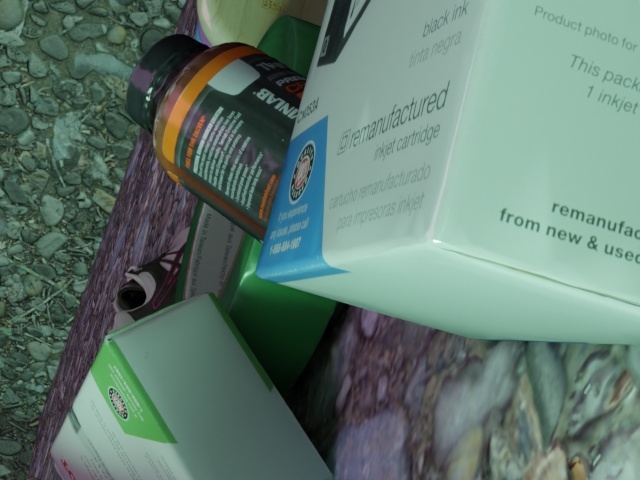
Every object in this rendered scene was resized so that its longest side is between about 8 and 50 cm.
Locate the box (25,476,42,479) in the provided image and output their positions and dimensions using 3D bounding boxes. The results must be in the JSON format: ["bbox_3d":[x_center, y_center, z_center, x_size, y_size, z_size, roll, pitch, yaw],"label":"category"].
[{"bbox_3d":[-0.184,0.277,0.763,0.311,0.148,0.121,0,110,53],"label":"box"}]

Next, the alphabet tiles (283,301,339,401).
[{"bbox_3d":[0.000,0.000,0.897,0.198,0.009,0.237,-93,24,-52],"label":"alphabet tiles"}]

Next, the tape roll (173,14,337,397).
[{"bbox_3d":[-0.045,-0.023,0.919,0.321,0.077,0.321,-163,90,-74],"label":"tape roll"}]

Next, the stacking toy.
[{"bbox_3d":[-0.084,-0.178,1.184,0.330,0.141,0.141,128,154,-67],"label":"stacking toy"}]

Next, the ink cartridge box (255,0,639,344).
[{"bbox_3d":[0.092,-0.120,0.463,0.223,0.129,0.308,164,121,-73],"label":"ink cartridge box"}]

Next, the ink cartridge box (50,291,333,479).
[{"bbox_3d":[-0.105,0.162,0.796,0.160,0.092,0.219,56,145,13],"label":"ink cartridge box"}]

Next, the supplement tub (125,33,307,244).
[{"bbox_3d":[-0.035,-0.059,0.704,0.106,0.198,0.106,-43,-27,-27],"label":"supplement tub"}]

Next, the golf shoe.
[{"bbox_3d":[-0.169,0.046,1.245,0.273,0.120,0.105,-104,32,-65],"label":"golf shoe"}]
